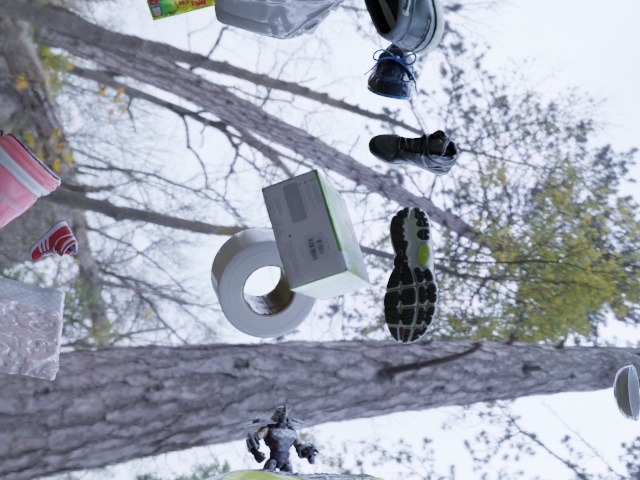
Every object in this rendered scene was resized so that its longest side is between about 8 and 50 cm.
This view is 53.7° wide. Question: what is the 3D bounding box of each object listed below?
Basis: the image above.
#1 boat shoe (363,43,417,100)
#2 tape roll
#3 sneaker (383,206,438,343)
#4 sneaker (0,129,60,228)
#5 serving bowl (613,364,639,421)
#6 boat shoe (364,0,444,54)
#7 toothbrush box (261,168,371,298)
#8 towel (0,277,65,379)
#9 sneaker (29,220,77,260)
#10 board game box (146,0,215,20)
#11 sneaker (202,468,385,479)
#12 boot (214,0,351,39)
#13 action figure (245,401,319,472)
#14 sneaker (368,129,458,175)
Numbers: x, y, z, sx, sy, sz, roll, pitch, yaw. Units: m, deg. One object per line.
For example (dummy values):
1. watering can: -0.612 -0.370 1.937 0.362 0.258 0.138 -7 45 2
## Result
1. boat shoe: 0.139 -0.351 1.283 0.258 0.108 0.089 -96 -162 -62
2. tape roll: -0.144 0.103 1.583 0.246 0.246 0.169 -69 -161 7
3. sneaker: 0.197 0.073 1.287 0.107 0.118 0.279 2 -104 20
4. sneaker: -0.495 -0.092 0.862 0.313 0.116 0.136 19 -115 37
5. serving bowl: 0.464 0.232 0.963 0.027 0.083 0.083 -7 -107 35
6. boat shoe: 0.103 -0.449 1.012 0.116 0.099 0.320 -31 -110 50
7. toothbrush box: 0.000 0.000 1.290 0.122 0.283 0.206 -19 -104 8
8. towel: -0.673 0.146 1.233 0.053 0.331 0.317 -67 -156 14
9. sneaker: -0.549 0.020 1.305 0.118 0.042 0.067 -40 -98 21
10. board game box: -0.276 -0.527 1.344 0.181 0.043 0.092 -16 -134 -4
11. sneaker: 0.006 0.263 0.577 0.147 0.384 0.145 -26 -115 10
12. boot: 0.004 -0.293 0.715 0.123 0.258 0.095 100 -8 -55
13. action figure: -0.093 0.512 1.440 0.099 0.185 0.285 -27 -125 60
14. sneaker: 0.238 -0.235 1.576 0.130 0.227 0.087 117 -13 -69
